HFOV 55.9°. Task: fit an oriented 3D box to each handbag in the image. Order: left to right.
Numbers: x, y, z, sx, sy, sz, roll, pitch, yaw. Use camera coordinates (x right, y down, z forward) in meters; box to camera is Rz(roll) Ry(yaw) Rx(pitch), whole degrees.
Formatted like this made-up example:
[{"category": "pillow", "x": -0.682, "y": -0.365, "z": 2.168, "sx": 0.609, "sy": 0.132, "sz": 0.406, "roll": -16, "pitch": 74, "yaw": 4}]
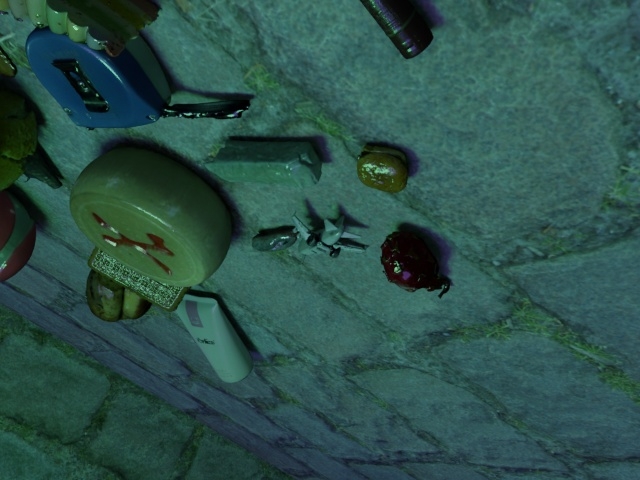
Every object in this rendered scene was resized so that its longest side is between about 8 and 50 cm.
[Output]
[{"category": "handbag", "x": -0.737, "y": -0.202, "z": 1.383, "sx": 0.270, "sy": 0.089, "sz": 0.175, "roll": 21, "pitch": 157, "yaw": 8}]

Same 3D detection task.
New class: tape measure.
[{"category": "tape measure", "x": -0.298, "y": -0.259, "z": 0.938, "sx": 0.351, "sy": 0.098, "sz": 0.215, "roll": 5, "pitch": 145, "yaw": 28}]

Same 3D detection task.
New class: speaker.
[{"category": "speaker", "x": -0.904, "y": -0.019, "z": 1.595, "sx": 0.294, "sy": 0.294, "sz": 0.294, "roll": 19, "pitch": 149, "yaw": 12}]

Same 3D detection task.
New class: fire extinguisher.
[{"category": "fire extinguisher", "x": 0.062, "y": -0.278, "z": 0.685, "sx": 0.157, "sy": 0.045, "sz": 0.078, "roll": 42, "pitch": 168, "yaw": -28}]

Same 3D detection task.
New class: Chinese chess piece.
[{"category": "Chinese chess piece", "x": -0.349, "y": -0.044, "z": 1.260, "sx": 0.337, "sy": 0.141, "sz": 0.338, "roll": 19, "pitch": 150, "yaw": 12}]

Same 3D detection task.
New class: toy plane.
[{"category": "toy plane", "x": 0.000, "y": 0.000, "z": 1.142, "sx": 0.162, "sy": 0.066, "sz": 0.171, "roll": 26, "pitch": 147, "yaw": -22}]

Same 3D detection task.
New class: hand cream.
[{"category": "hand cream", "x": -0.310, "y": 0.279, "z": 1.770, "sx": 0.185, "sy": 0.118, "sz": 0.359, "roll": 5, "pitch": 138, "yaw": 31}]

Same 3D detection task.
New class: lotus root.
[{"category": "lotus root", "x": -0.549, "y": 0.139, "z": 1.661, "sx": 0.193, "sy": 0.193, "sz": 0.291, "roll": 28, "pitch": 150, "yaw": -4}]

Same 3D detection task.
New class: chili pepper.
[{"category": "chili pepper", "x": -0.093, "y": 0.002, "z": 1.235, "sx": 0.153, "sy": 0.041, "sz": 0.050, "roll": -7, "pitch": 179, "yaw": 43}]

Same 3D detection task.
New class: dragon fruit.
[{"category": "dragon fruit", "x": 0.177, "y": 0.057, "z": 1.073, "sx": 0.094, "sy": 0.094, "sz": 0.190, "roll": -9, "pitch": 140, "yaw": 45}]

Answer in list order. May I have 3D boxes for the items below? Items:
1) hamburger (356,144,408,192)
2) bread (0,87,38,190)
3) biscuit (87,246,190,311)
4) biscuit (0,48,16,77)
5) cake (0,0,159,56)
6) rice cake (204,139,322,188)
[{"category": "hamburger", "x": 0.095, "y": -0.107, "z": 0.921, "sx": 0.083, "sy": 0.044, "sz": 0.076, "roll": 11, "pitch": 147, "yaw": 20}, {"category": "bread", "x": -0.693, "y": -0.195, "z": 1.216, "sx": 0.186, "sy": 0.124, "sz": 0.257, "roll": 44, "pitch": 115, "yaw": 6}, {"category": "biscuit", "x": -0.437, "y": 0.062, "z": 1.503, "sx": 0.254, "sy": 0.029, "sz": 0.172, "roll": 31, "pitch": 109, "yaw": -10}, {"category": "biscuit", "x": -0.695, "y": -0.400, "z": 1.098, "sx": 0.231, "sy": 0.013, "sz": 0.237, "roll": 12, "pitch": 148, "yaw": 23}, {"category": "cake", "x": -0.347, "y": -0.344, "z": 0.825, "sx": 0.225, "sy": 0.110, "sz": 0.090, "roll": 24, "pitch": 149, "yaw": 5}, {"category": "rice cake", "x": -0.091, "y": -0.128, "z": 1.009, "sx": 0.206, "sy": 0.063, "sz": 0.069, "roll": 6, "pitch": 150, "yaw": 33}]
